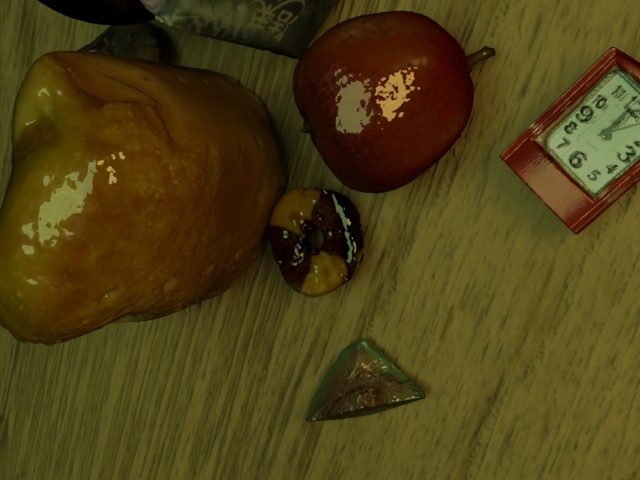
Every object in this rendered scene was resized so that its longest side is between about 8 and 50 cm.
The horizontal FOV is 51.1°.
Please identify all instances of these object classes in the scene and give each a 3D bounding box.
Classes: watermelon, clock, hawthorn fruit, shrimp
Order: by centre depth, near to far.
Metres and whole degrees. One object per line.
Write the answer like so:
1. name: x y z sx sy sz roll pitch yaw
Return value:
1. clock: 0.276 -0.098 0.665 0.155 0.061 0.113 -46 71 23
2. hawthorn fruit: 0.085 -0.159 0.726 0.225 0.196 0.197 -23 82 7
3. watermelon: 0.038 0.186 0.842 0.155 0.080 0.101 -44 62 44
4. shrimp: -0.349 -0.275 1.040 0.316 0.062 0.164 20 78 40

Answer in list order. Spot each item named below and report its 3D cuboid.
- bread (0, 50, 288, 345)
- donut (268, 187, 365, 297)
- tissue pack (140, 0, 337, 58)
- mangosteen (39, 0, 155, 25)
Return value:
1. bread: -0.220 -0.030 0.811 0.250 0.394 0.361 26 106 11
2. donut: 0.000 0.000 0.848 0.140 0.059 0.141 4 98 32
3. tissue pack: -0.028 -0.380 0.712 0.122 0.259 0.361 49 119 23
4. mangosteen: -0.282 -0.438 0.765 0.381 0.435 0.382 12 121 21
